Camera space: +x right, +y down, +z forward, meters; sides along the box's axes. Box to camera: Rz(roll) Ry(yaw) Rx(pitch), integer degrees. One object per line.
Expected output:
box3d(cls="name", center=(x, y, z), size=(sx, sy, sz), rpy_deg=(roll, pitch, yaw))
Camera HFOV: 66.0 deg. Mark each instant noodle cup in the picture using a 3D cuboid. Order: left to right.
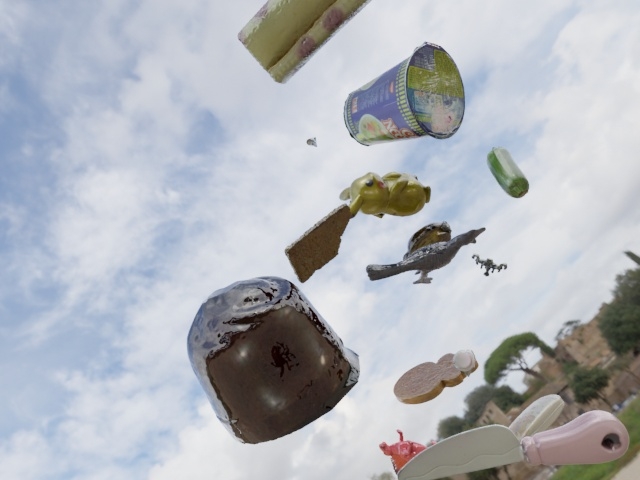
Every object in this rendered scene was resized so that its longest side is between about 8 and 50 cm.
box3d(cls="instant noodle cup", center=(0.244, -0.425, 1.547), size=(0.284, 0.312, 0.284), rpy_deg=(3, -95, -39))

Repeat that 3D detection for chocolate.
box3d(cls="chocolate", center=(-0.141, 0.250, 1.200), size=(0.384, 0.384, 0.331), rpy_deg=(-29, -82, -18))

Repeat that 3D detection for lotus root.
box3d(cls="lotus root", center=(0.369, 0.016, 1.708), size=(0.209, 0.120, 0.120), rpy_deg=(-41, -35, 3))

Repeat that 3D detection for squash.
box3d(cls="squash", center=(0.512, -0.194, 1.364), size=(0.077, 0.219, 0.068), rpy_deg=(1, -49, -3))

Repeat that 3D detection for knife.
box3d(cls="knife", center=(0.273, 0.309, 0.728), size=(0.336, 0.081, 0.043), rpy_deg=(-15, 8, 9))

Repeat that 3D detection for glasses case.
box3d(cls="glasses case", center=(0.542, 0.460, 1.253), size=(0.204, 0.051, 0.081), rpy_deg=(-29, -9, -29))

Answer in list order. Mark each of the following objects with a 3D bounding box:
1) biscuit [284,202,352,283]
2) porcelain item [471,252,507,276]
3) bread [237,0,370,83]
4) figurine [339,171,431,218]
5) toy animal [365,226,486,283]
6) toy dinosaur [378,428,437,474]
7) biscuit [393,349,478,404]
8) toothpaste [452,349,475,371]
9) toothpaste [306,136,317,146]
box3d(cls="biscuit", center=(0.007, 0.006, 1.400), size=(0.237, 0.026, 0.131), rpy_deg=(-39, -51, -21))
box3d(cls="porcelain item", center=(0.629, 0.102, 1.851), size=(0.021, 0.136, 0.075), rpy_deg=(-21, -57, -47))
box3d(cls="bread", center=(-0.044, -0.583, 1.283), size=(0.338, 0.187, 0.155), rpy_deg=(-38, 13, 26))
box3d(cls="figurine", center=(0.220, -0.164, 1.780), size=(0.327, 0.218, 0.169), rpy_deg=(2, -68, -14))
box3d(cls="toy animal", center=(0.317, 0.067, 1.500), size=(0.367, 0.081, 0.206), rpy_deg=(-21, -29, 0))
box3d(cls="toy dinosaur", center=(0.307, 0.659, 1.442), size=(0.070, 0.286, 0.139), rpy_deg=(-1, -77, -76))
box3d(cls="biscuit", center=(0.369, 0.438, 1.582), size=(0.289, 0.044, 0.202), rpy_deg=(-26, 8, 5))
box3d(cls="toothpaste", center=(0.386, 0.319, 1.299), size=(0.058, 0.056, 0.314), rpy_deg=(-42, -24, 4))
box3d(cls="toothpaste", center=(-0.016, -0.214, 1.077), size=(0.015, 0.083, 0.024), rpy_deg=(-7, -79, 12))
